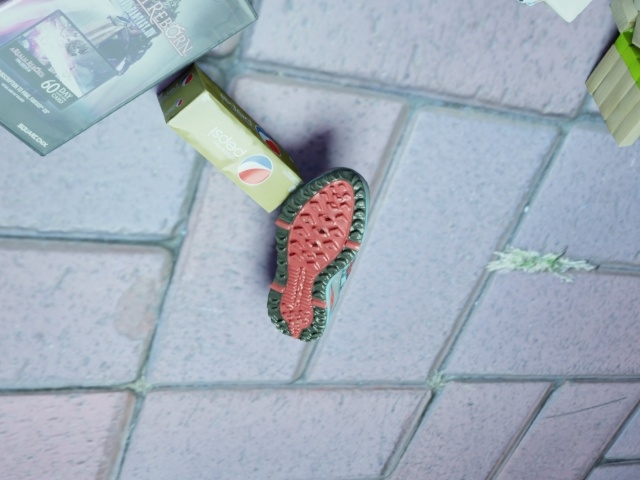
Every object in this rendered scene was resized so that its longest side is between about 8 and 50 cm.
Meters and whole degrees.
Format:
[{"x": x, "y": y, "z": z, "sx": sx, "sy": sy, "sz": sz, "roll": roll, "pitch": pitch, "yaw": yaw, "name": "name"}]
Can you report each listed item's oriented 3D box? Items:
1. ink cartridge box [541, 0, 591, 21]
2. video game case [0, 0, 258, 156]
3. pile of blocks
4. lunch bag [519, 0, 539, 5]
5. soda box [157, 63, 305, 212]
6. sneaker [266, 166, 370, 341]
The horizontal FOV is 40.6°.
[{"x": 0.176, "y": -0.376, "z": 0.776, "sx": 0.270, "sy": 0.198, "sz": 0.197, "roll": 28, "pitch": 112, "yaw": -39, "name": "ink cartridge box"}, {"x": -0.211, "y": -0.200, "z": 0.828, "sx": 0.274, "sy": 0.026, "sz": 0.196, "roll": -31, "pitch": 154, "yaw": 4, "name": "video game case"}, {"x": 0.423, "y": -0.280, "z": 0.998, "sx": 0.113, "sy": 0.149, "sz": 0.362, "roll": -11, "pitch": 130, "yaw": -15, "name": "pile of blocks"}, {"x": 0.195, "y": -0.245, "z": 0.724, "sx": 0.071, "sy": 0.053, "sz": 0.083, "roll": -16, "pitch": 123, "yaw": -13, "name": "lunch bag"}, {"x": -0.098, "y": -0.111, "z": 0.969, "sx": 0.058, "sy": 0.061, "sz": 0.181, "roll": -39, "pitch": 132, "yaw": 11, "name": "soda box"}, {"x": 0.000, "y": 0.000, "z": 1.080, "sx": 0.104, "sy": 0.125, "sz": 0.261, "roll": 25, "pitch": 130, "yaw": 4, "name": "sneaker"}]
